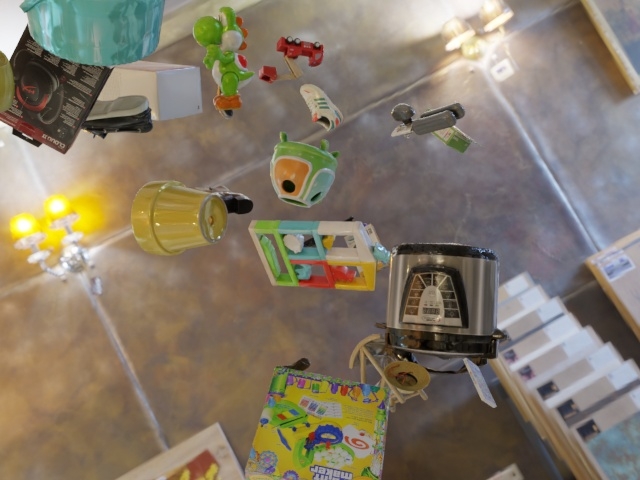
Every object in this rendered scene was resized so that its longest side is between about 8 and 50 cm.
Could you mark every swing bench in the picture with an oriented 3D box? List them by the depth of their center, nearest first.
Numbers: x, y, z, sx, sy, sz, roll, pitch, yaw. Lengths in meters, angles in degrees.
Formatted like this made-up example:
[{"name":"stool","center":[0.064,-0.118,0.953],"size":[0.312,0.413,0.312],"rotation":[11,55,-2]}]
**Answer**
[{"name":"swing bench","center":[0.233,0.474,2.149],"size":[0.165,0.255,0.253],"rotation":[-28,-23,23]}]

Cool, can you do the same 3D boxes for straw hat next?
[{"name":"straw hat","center":[0.265,0.440,1.863],"size":[0.144,0.144,0.061],"rotation":[-24,-52,-39]}]

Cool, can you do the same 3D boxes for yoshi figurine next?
[{"name":"yoshi figurine","center":[-0.383,-0.670,2.219],"size":[0.203,0.362,0.203],"rotation":[10,22,27]}]

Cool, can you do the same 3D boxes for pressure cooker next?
[{"name":"pressure cooker","center":[0.401,0.227,1.973],"size":[0.375,0.420,0.370],"rotation":[6,-5,-21]}]

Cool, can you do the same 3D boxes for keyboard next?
[{"name":"keyboard","center":[0.000,0.000,1.542],"size":[0.192,0.038,0.100],"rotation":[-27,1,-16]}]

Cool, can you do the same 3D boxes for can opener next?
[{"name":"can opener","center":[0.279,-0.335,1.656],"size":[0.074,0.093,0.280],"rotation":[-45,23,-18]}]

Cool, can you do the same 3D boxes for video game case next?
[{"name":"video game case","center":[0.422,0.376,1.592],"size":[0.011,0.122,0.087],"rotation":[-35,-43,18]}]

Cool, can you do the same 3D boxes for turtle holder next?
[{"name":"turtle holder","center":[-0.070,-0.243,2.216],"size":[0.243,0.227,0.320],"rotation":[14,-6,-7]}]

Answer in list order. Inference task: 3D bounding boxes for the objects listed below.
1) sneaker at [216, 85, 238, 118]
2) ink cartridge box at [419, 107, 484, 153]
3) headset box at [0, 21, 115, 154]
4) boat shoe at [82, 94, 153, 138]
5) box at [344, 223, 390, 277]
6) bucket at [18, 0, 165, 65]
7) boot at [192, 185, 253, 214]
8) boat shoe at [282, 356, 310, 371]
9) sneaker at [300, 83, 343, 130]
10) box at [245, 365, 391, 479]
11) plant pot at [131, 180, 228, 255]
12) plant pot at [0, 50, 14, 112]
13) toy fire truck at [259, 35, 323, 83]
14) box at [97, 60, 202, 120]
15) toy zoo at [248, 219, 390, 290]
[{"name":"sneaker","center":[-0.392,-0.629,2.579],"size":[0.083,0.215,0.084],"rotation":[9,23,25]},{"name":"ink cartridge box","center":[0.427,-0.346,1.976],"size":[0.109,0.209,0.062],"rotation":[16,-64,-47]},{"name":"headset box","center":[-0.707,-0.383,1.566],"size":[0.293,0.218,0.110],"rotation":[-58,20,11]},{"name":"boat shoe","center":[-0.658,-0.361,1.819],"size":[0.340,0.113,0.127],"rotation":[-5,42,12]},{"name":"box","center":[0.119,0.021,1.572],"size":[0.081,0.136,0.028],"rotation":[-27,-18,13]},{"name":"bucket","center":[-0.414,-0.465,1.101],"size":[0.281,0.281,0.183],"rotation":[-25,-30,-36]},{"name":"boot","center":[-0.438,-0.178,2.371],"size":[0.264,0.096,0.280],"rotation":[-10,26,-34]},{"name":"boat shoe","center":[-0.102,0.454,2.076],"size":[0.152,0.056,0.049],"rotation":[-16,-23,-37]},{"name":"sneaker","center":[-0.007,-0.388,1.764],"size":[0.075,0.161,0.057],"rotation":[-49,7,-36]},{"name":"box","center":[-0.001,0.482,1.415],"size":[0.279,0.290,0.177],"rotation":[-73,-8,-47]},{"name":"plant pot","center":[-0.449,-0.071,1.986],"size":[0.239,0.254,0.254],"rotation":[3,9,25]},{"name":"plant pot","center":[-0.684,-0.340,1.222],"size":[0.095,0.134,0.134],"rotation":[-47,-15,33]},{"name":"toy fire truck","center":[-0.082,-0.525,1.772],"size":[0.192,0.135,0.047],"rotation":[4,-8,-22]},{"name":"box","center":[-0.625,-0.542,2.153],"size":[0.345,0.168,0.215],"rotation":[14,25,29]},{"name":"toy zoo","center":[0.007,0.034,1.306],"size":[0.293,0.192,0.030],"rotation":[2,47,19]}]
